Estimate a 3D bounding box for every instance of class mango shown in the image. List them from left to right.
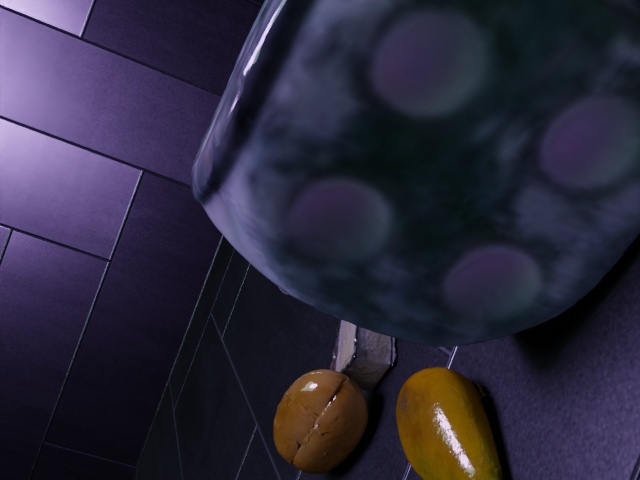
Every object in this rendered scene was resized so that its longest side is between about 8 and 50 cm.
[{"bbox_3d":[0.120,0.186,0.770,0.101,0.066,0.187,-66,24,18],"label":"mango"}]

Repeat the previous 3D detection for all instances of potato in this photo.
[{"bbox_3d":[0.058,0.130,1.063,0.122,0.061,0.086,-82,19,-46],"label":"potato"}]

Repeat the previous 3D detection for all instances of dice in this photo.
[{"bbox_3d":[0.091,-0.131,0.728,0.328,0.348,0.330,-60,19,27],"label":"dice"}]

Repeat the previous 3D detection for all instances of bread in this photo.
[{"bbox_3d":[-0.005,0.243,1.040,0.077,0.114,0.189,-64,0,-53],"label":"bread"}]

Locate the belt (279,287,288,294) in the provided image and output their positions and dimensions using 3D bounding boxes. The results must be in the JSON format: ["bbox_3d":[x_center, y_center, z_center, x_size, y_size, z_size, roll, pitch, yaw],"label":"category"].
[{"bbox_3d":[0.000,0.000,1.442,0.232,0.071,0.053,-62,10,17],"label":"belt"}]
